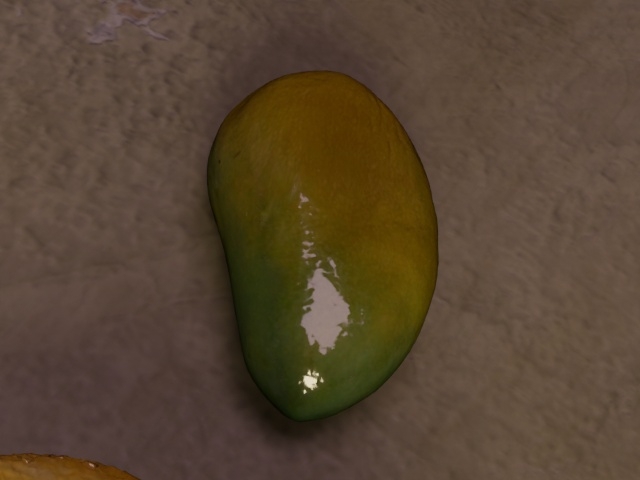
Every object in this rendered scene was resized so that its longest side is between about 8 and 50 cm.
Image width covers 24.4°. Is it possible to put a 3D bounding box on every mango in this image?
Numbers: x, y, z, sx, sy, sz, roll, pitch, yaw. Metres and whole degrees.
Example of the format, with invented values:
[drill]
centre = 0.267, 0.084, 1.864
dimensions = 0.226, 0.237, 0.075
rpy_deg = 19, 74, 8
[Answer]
[mango]
centre = 0.006, -0.002, 0.885
dimensions = 0.137, 0.091, 0.237
rpy_deg = -4, 59, -15

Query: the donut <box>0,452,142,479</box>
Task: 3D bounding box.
[donut]
centre = -0.122, 0.207, 0.655
dimensions = 0.253, 0.118, 0.253
rpy_deg = 20, 46, -22
